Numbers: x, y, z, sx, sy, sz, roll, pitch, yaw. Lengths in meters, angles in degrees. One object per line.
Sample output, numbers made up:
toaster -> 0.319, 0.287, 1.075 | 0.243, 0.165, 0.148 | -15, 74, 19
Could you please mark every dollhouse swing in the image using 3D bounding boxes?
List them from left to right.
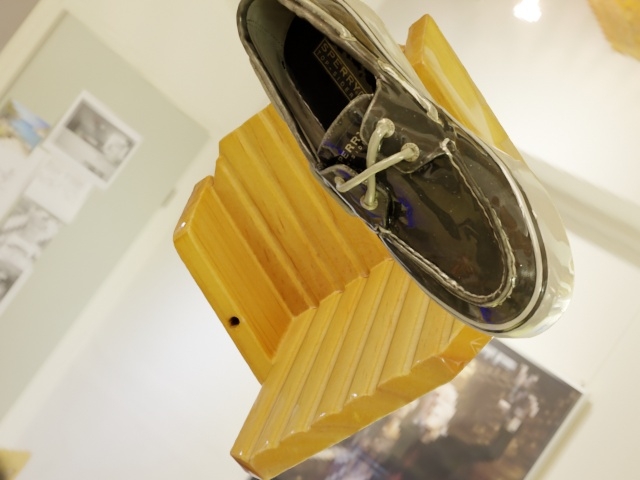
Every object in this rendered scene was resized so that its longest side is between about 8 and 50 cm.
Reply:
dollhouse swing -> 0.000, 0.000, 1.078 | 0.315, 0.347, 0.305 | 58, 27, 0

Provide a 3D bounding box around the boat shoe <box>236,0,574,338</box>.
boat shoe -> 0.030, -0.039, 0.524 | 0.070, 0.078, 0.219 | 2, 43, -50
